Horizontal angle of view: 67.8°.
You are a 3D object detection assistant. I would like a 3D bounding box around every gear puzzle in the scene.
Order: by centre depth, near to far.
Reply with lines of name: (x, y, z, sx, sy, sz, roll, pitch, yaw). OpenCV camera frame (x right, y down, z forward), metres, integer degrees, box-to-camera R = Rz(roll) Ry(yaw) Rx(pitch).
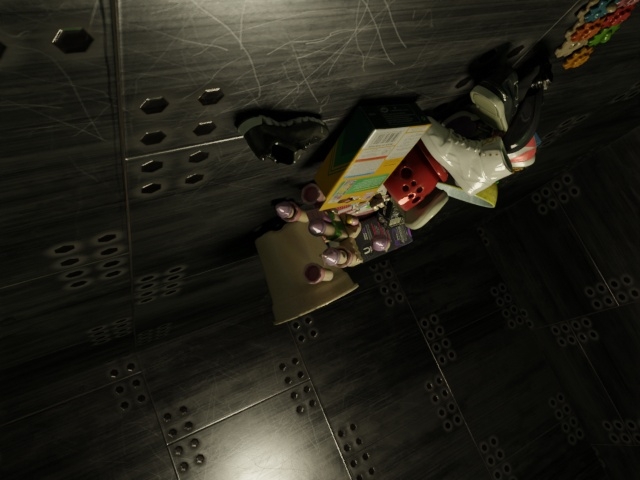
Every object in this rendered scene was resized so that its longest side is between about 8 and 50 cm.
gear puzzle: (0.713, -0.534, 1.238, 0.176, 0.044, 0.339, -25, 167, 3)

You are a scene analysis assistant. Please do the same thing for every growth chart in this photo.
growth chart: (0.184, -0.162, 1.735, 0.172, 0.021, 0.237, -25, 164, -4)

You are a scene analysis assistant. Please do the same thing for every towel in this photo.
towel: (0.132, -0.126, 1.874, 0.237, 0.037, 0.329, -23, 167, -8)

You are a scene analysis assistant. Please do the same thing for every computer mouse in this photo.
computer mouse: (0.581, -0.349, 1.320, 0.188, 0.072, 0.272, -49, 161, -50)

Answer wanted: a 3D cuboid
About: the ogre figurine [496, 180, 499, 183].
ogre figurine: (0.717, -0.290, 2.076, 0.097, 0.118, 0.197, -16, 165, -30)

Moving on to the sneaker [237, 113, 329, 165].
sneaker: (-0.063, -0.208, 1.021, 0.234, 0.106, 0.078, -11, 163, -44)

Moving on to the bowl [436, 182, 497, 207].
bowl: (0.537, -0.244, 1.779, 0.289, 0.290, 0.156, 11, 100, -69)

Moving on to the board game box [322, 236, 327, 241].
board game box: (0.000, 0.000, 2.048, 0.124, 0.039, 0.259, -19, -179, -21)

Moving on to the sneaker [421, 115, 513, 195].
sneaker: (0.413, -0.268, 1.329, 0.169, 0.292, 0.108, -30, -151, 41)

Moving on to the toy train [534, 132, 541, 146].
toy train: (0.787, -0.379, 1.869, 0.080, 0.105, 0.184, -23, 167, -2)

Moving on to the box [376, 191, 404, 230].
box: (0.333, -0.141, 1.946, 0.180, 0.077, 0.147, -18, 137, -25)

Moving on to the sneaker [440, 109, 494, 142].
sneaker: (0.489, -0.327, 1.495, 0.283, 0.124, 0.107, -13, 164, -41)

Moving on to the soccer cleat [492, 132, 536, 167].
soccer cleat: (0.558, -0.314, 1.615, 0.319, 0.108, 0.116, 4, 133, 21)

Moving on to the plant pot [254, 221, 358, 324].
plant pot: (-0.077, 0.094, 1.714, 0.334, 0.305, 0.334, -24, 177, -1)

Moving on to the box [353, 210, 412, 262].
box: (0.238, -0.027, 2.075, 0.271, 0.165, 0.143, -21, -170, -21)

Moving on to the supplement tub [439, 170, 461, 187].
supplement tub: (0.413, -0.242, 1.544, 0.117, 0.116, 0.190, -21, -147, -37)

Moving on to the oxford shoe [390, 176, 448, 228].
oxford shoe: (0.324, -0.146, 1.645, 0.169, 0.130, 0.449, -42, -172, 9)

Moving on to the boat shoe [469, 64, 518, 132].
boat shoe: (0.477, -0.383, 1.278, 0.113, 0.127, 0.340, -54, 159, 13)

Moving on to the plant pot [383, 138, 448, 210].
plant pot: (0.279, -0.212, 1.451, 0.174, 0.191, 0.191, -34, 165, 15)

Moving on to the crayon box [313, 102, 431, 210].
crayon box: (0.119, -0.219, 1.270, 0.203, 0.083, 0.323, -15, 155, -36)

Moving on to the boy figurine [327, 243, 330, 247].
boy figurine: (-0.038, 0.091, 2.335, 0.285, 0.092, 0.177, -29, 170, 6)

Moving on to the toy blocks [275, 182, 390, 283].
toy blocks: (0.031, -0.054, 1.438, 0.309, 0.288, 0.260, -28, 163, 20)

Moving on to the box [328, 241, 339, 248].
box: (0.206, -0.020, 2.245, 0.311, 0.121, 0.148, -19, 167, -21)

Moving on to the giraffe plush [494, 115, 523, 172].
giraffe plush: (0.680, -0.332, 1.714, 0.182, 0.170, 0.210, -26, 167, 7)
